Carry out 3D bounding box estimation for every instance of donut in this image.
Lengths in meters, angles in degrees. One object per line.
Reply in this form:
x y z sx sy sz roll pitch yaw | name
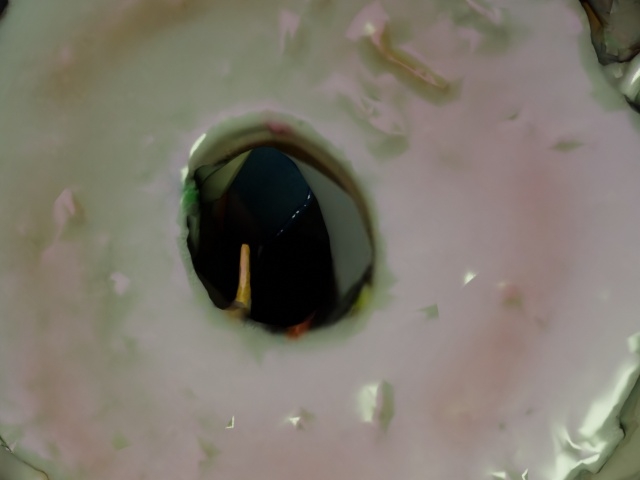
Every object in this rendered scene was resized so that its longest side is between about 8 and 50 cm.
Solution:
0.000 0.000 0.676 0.382 0.142 0.383 0 89 19 | donut

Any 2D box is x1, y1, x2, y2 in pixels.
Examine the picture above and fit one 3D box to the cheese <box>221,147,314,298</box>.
-0.119 0.044 0.823 0.189 0.074 0.286 43 103 15 | cheese
